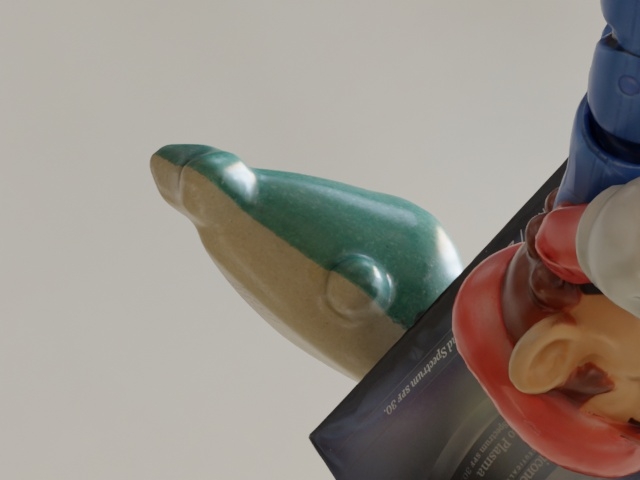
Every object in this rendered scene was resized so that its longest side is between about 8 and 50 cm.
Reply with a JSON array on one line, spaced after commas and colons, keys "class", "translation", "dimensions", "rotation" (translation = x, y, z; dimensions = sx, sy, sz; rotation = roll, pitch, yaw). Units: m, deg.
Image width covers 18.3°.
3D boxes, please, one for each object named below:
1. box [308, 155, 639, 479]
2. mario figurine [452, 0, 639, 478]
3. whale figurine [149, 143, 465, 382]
[{"class": "box", "translation": [0.198, 0.148, 1.300], "dimensions": [0.183, 0.294, 0.296], "rotation": [12, 126, -50]}, {"class": "mario figurine", "translation": [0.172, -0.013, 0.860], "dimensions": [0.198, 0.170, 0.320], "rotation": [-12, 136, -21]}, {"class": "whale figurine", "translation": [0.000, 0.000, 1.506], "dimensions": [0.141, 0.272, 0.216], "rotation": [-52, -157, -7]}]
